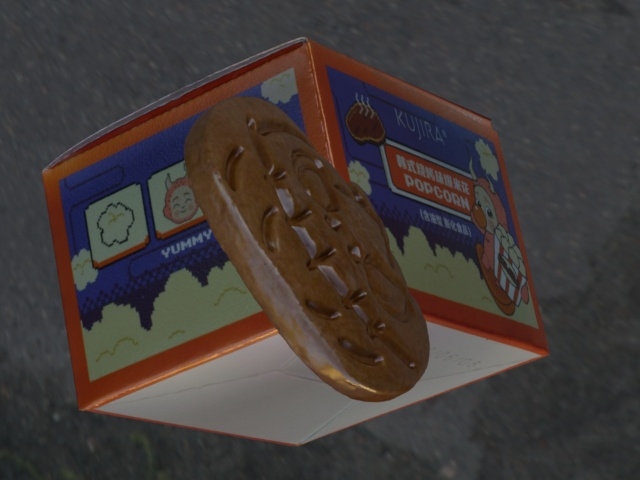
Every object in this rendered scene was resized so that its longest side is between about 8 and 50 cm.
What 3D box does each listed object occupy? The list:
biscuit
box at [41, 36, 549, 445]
[{"bbox_3d":[0.000,0.000,0.504,0.015,0.078,0.091,-34,91,26],"label":"biscuit"},{"bbox_3d":[-0.021,0.015,1.765,0.318,0.257,0.348,-25,156,29],"label":"box"}]
